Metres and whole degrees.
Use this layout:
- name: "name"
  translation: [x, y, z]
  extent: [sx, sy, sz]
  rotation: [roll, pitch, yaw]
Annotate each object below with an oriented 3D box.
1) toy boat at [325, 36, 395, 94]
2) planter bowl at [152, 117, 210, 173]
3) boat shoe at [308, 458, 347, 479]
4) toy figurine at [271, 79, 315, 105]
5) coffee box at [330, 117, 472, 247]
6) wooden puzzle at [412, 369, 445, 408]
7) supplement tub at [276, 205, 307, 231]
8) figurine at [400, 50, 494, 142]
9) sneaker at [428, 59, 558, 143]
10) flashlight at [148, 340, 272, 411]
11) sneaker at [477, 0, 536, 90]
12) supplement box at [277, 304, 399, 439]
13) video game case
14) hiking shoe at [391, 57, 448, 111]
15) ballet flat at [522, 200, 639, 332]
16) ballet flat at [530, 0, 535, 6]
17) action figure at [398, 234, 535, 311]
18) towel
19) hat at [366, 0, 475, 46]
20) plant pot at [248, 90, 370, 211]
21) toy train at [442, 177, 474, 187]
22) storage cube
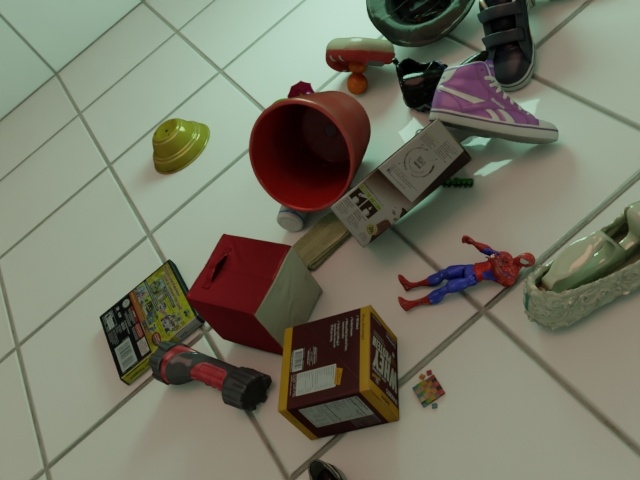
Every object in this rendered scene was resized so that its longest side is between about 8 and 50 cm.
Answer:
- name: "toy boat"
  translation: [0.103, -0.481, 2.110]
  extent: [0.231, 0.150, 0.151]
  rotation: [-151, 63, -64]
- name: "planter bowl"
  translation: [-0.464, -0.320, 2.406]
  extent: [0.217, 0.090, 0.217]
  rotation: [-21, 43, 21]
- name: "boat shoe"
  translation: [0.037, 0.475, 1.333]
  extent: [0.077, 0.070, 0.219]
  rotation: [-41, 41, -2]
- name: "toy figurine"
  translation: [-0.043, -0.389, 2.158]
  extent: [0.173, 0.130, 0.159]
  rotation: [6, 45, 14]
- name: "coffee box"
  translation: [0.172, -0.124, 1.672]
  extent: [0.297, 0.119, 0.168]
  rotation: [-40, 1, 5]
- name: "wooden puzzle"
  translation: [0.203, 0.282, 1.435]
  extent: [0.049, 0.006, 0.083]
  rotation: [-35, 41, 5]
- name: "supplement tub"
  translation: [-0.063, -0.083, 1.912]
  extent: [0.071, 0.071, 0.107]
  rotation: [-5, 52, 33]
- name: "figurine"
  translation: [0.312, -0.309, 1.762]
  extent: [0.209, 0.092, 0.215]
  rotation: [-15, 90, 26]
- name: "sneaker"
  translation: [0.390, -0.307, 1.655]
  extent: [0.282, 0.102, 0.161]
  rotation: [16, 92, 9]
- name: "flashlight"
  translation: [-0.253, 0.302, 1.684]
  extent: [0.304, 0.103, 0.103]
  rotation: [13, 89, 42]
- name: "sneaker"
  translation: [0.444, -0.524, 1.841]
  extent: [0.126, 0.127, 0.321]
  rotation: [-10, 67, 31]
- name: "supplement box"
  translation: [0.038, 0.258, 1.484]
  extent: [0.194, 0.129, 0.191]
  rotation: [-18, 45, 23]
- name: "video game case"
  translation: [-0.439, 0.202, 1.958]
  extent: [0.248, 0.035, 0.275]
  rotation: [-40, 40, 0]
- name: "hiking shoe"
  translation: [0.302, -0.369, 1.853]
  extent: [0.304, 0.132, 0.113]
  rotation: [18, 65, 42]
- name: "ballet flat"
  translation: [0.534, 0.014, 1.340]
  extent: [0.408, 0.147, 0.147]
  rotation: [-35, 41, 4]
- name: "ballet flat"
  translation: [0.556, -0.644, 1.952]
  extent: [0.247, 0.087, 0.083]
  rotation: [-5, 44, 36]
- name: "action figure"
  translation: [0.274, 0.052, 1.499]
  extent: [0.280, 0.139, 0.092]
  rotation: [-15, 47, 22]
- name: "towel"
  translation: [0.000, 0.000, 1.824]
  extent: [0.148, 0.027, 0.110]
  rotation: [-43, 40, -5]
- name: "hat"
  translation: [0.297, -0.651, 2.114]
  extent: [0.331, 0.134, 0.332]
  rotation: [-10, 67, 25]
- name: "plant pot"
  translation: [-0.006, -0.239, 1.850]
  extent: [0.274, 0.275, 0.243]
  rotation: [-12, 20, 28]
- name: "toy train"
  translation: [0.311, -0.131, 1.723]
  extent: [0.083, 0.017, 0.024]
  rotation: [3, 45, 38]
- name: "storage cube"
  translation: [-0.140, 0.120, 1.685]
  extent: [0.193, 0.215, 0.184]
  rotation: [9, 59, 33]
